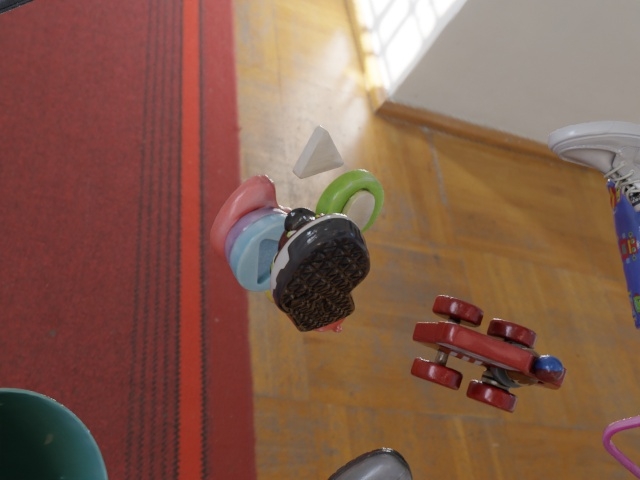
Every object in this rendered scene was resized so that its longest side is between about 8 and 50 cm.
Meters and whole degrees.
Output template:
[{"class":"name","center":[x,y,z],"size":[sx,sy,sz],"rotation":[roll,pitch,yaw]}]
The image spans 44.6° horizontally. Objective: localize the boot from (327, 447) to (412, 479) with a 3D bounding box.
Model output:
[{"class":"boot","center":[0.008,0.445,1.062],"size":[0.338,0.223,0.118],"rotation":[-44,94,1]}]

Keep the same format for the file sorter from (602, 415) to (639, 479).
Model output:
[{"class":"file sorter","center":[0.276,0.260,0.474],"size":[0.182,0.202,0.291],"rotation":[39,49,-19]}]

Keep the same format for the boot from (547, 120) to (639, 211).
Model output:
[{"class":"boot","center":[0.481,-0.107,1.202],"size":[0.258,0.095,0.124],"rotation":[3,73,-4]}]

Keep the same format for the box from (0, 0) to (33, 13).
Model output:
[{"class":"box","center":[-0.136,-0.148,0.338],"size":[0.067,0.018,0.083],"rotation":[-36,117,-31]}]

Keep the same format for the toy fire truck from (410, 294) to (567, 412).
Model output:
[{"class":"toy fire truck","center":[0.325,0.220,1.465],"size":[0.302,0.254,0.169],"rotation":[22,82,-10]}]

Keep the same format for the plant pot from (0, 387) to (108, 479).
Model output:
[{"class":"plant pot","center":[-0.448,0.332,0.953],"size":[0.293,0.235,0.293],"rotation":[13,71,-45]}]

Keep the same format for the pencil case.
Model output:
[{"class":"pencil case","center":[0.624,0.014,1.454],"size":[0.133,0.119,0.306],"rotation":[-2,77,-17]}]

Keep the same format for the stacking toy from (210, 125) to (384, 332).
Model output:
[{"class":"stacking toy","center":[0.000,0.000,1.242],"size":[0.130,0.279,0.309],"rotation":[44,2,38]}]

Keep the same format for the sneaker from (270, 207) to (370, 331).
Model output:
[{"class":"sneaker","center":[-0.016,0.013,0.691],"size":[0.084,0.235,0.097],"rotation":[-18,72,-10]}]
